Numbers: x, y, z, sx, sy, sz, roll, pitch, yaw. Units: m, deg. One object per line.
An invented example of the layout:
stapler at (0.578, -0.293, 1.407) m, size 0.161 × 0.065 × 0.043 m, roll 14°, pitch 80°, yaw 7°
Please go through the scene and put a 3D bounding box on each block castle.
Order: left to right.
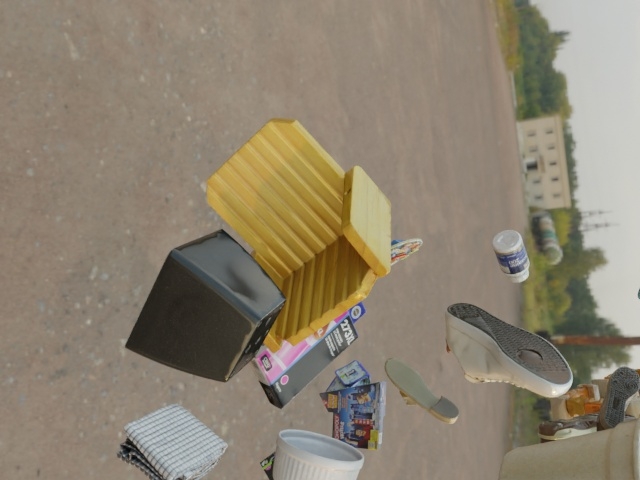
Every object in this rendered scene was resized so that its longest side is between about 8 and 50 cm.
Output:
block castle at (0.885, 0.503, 1.925) m, size 0.453 × 0.303 × 0.213 m, roll -6°, pitch 86°, yaw -39°

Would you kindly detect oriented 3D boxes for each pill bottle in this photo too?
pill bottle at (0.440, 0.040, 1.577) m, size 0.067 × 0.067 × 0.120 m, roll -78°, pitch 147°, yaw -45°

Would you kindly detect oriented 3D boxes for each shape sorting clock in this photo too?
shape sorting clock at (0.218, 0.048, 2.100) m, size 0.040 × 0.206 × 0.206 m, roll 62°, pitch 11°, yaw 18°

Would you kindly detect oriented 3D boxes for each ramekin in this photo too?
ramekin at (-0.012, 0.518, 1.573) m, size 0.207 × 0.207 × 0.109 m, roll 21°, pitch 84°, yaw -70°

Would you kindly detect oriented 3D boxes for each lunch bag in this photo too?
lunch bag at (0.094, 0.462, 2.175) m, size 0.096 × 0.151 × 0.129 m, roll 35°, pitch 1°, yaw -19°

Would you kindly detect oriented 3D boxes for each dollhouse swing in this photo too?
dollhouse swing at (-0.080, -0.020, 1.431) m, size 0.305 × 0.346 × 0.315 m, roll 38°, pitch 33°, yaw -24°

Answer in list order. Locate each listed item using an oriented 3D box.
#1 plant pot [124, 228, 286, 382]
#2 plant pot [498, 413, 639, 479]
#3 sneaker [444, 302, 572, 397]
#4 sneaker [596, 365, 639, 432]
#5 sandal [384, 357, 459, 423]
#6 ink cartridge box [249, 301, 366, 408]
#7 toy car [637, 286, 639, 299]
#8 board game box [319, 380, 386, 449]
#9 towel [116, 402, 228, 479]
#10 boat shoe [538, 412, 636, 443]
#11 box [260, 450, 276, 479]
plant pot at (-0.168, 0.116, 1.111) m, size 0.188 × 0.166 × 0.188 m, roll -61°, pitch 172°, yaw 18°
plant pot at (0.542, 0.527, 1.393) m, size 0.333 × 0.305 × 0.334 m, roll 25°, pitch 58°, yaw -47°
sneaker at (0.333, 0.222, 1.245) m, size 0.290 × 0.105 × 0.123 m, roll 36°, pitch -51°, yaw 56°
sneaker at (0.663, 0.365, 1.561) m, size 0.188 × 0.066 × 0.071 m, roll -46°, pitch 160°, yaw -37°
sandal at (0.251, 0.414, 1.811) m, size 0.088 × 0.240 × 0.079 m, roll -23°, pitch 138°, yaw -41°
ink cartridge box at (-0.015, 0.235, 1.735) m, size 0.371 × 0.069 × 0.176 m, roll -41°, pitch 124°, yaw -29°
toy car at (0.793, 0.180, 1.454) m, size 0.210 × 0.219 × 0.238 m, roll -31°, pitch 137°, yaw -32°
board game box at (0.092, 0.510, 2.046) m, size 0.060 × 0.194 × 0.194 m, roll 20°, pitch 71°, yaw -64°
towel at (-0.452, 0.637, 2.096) m, size 0.121 × 0.235 × 0.283 m, roll -60°, pitch 162°, yaw 17°
boat shoe at (0.639, 0.473, 1.649) m, size 0.095 × 0.257 × 0.095 m, roll 166°, pitch -80°, yaw -78°
box at (-0.119, 0.643, 1.923) m, size 0.083 × 0.062 × 0.052 m, roll 49°, pitch -9°, yaw 40°
